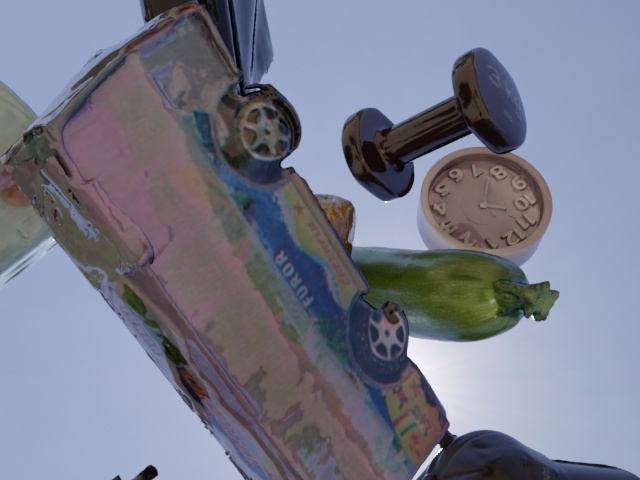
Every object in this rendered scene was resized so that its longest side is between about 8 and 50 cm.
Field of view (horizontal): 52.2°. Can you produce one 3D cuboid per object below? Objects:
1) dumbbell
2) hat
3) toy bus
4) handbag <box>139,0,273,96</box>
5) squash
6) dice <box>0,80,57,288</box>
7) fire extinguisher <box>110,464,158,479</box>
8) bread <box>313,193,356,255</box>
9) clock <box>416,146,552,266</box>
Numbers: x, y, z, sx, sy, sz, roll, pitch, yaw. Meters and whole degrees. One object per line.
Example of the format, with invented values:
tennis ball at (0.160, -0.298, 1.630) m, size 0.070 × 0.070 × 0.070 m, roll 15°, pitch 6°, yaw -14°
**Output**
dumbbell at (0.147, -0.147, 0.869) m, size 0.225 × 0.140 × 0.124 m, roll -21°, pitch -134°, yaw 38°
hat at (0.216, 0.323, 0.821) m, size 0.336 × 0.209 × 0.238 m, roll -24°, pitch -151°, yaw 34°
toy bus at (-0.047, 0.030, 0.396) m, size 0.112 × 0.317 × 0.138 m, roll -13°, pitch -153°, yaw 47°
handbag at (-0.104, -0.242, 0.611) m, size 0.080 × 0.246 × 0.223 m, roll 2°, pitch -145°, yaw 7°
squash at (0.108, 0.059, 0.760) m, size 0.395 × 0.107 × 0.107 m, roll 0°, pitch -116°, yaw 62°
dice at (-0.495, -0.057, 0.879) m, size 0.268 × 0.262 × 0.265 m, roll -47°, pitch -167°, yaw -28°
fire extinguisher at (-0.272, 0.298, 0.601) m, size 0.268 × 0.089 × 0.072 m, roll -30°, pitch -102°, yaw -33°
bread at (0.000, 0.000, 0.768) m, size 0.082 × 0.125 × 0.106 m, roll 23°, pitch -78°, yaw 21°
clock at (0.249, -0.047, 1.003) m, size 0.197 × 0.068 × 0.196 m, roll -1°, pitch -119°, yaw 2°
